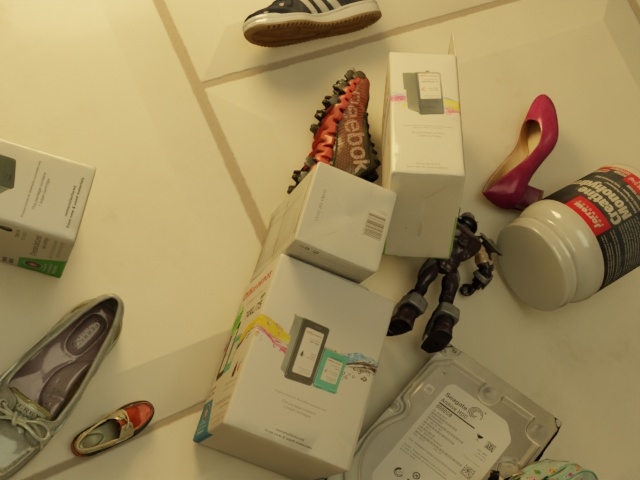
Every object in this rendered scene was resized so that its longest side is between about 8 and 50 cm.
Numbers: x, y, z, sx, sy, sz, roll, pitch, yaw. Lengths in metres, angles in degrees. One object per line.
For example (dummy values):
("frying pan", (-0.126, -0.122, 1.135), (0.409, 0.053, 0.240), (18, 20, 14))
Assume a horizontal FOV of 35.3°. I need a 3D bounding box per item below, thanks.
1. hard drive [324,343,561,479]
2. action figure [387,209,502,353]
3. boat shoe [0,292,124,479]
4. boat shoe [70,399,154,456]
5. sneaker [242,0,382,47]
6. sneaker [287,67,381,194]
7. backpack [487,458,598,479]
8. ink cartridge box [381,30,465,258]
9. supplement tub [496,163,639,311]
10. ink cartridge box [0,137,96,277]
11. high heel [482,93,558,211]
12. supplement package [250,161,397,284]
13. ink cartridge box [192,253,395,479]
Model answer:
("hard drive", (0.192, 0.345, 1.584), (0.237, 0.064, 0.339), (36, 60, 21))
("action figure", (0.207, 0.051, 1.724), (0.185, 0.099, 0.285), (30, 57, -2))
("boat shoe", (-0.393, 0.205, 1.430), (0.118, 0.103, 0.320), (41, 63, -4))
("boat shoe", (-0.302, 0.275, 1.477), (0.137, 0.043, 0.049), (-26, 81, -28))
("sneaker", (-0.033, -0.440, 1.787), (0.282, 0.099, 0.153), (-16, 84, -32))
("sneaker", (0.046, -0.164, 1.729), (0.135, 0.097, 0.276), (24, 68, -12))
("backpack", (0.334, 0.400, 1.495), (0.182, 0.115, 0.152), (-17, 106, -41))
("ink cartridge box", (0.164, -0.169, 1.677), (0.119, 0.207, 0.353), (3, 50, 1))
("supplement tub", (0.469, -0.006, 1.788), (0.272, 0.191, 0.191), (-26, 84, -27))
("ink cartridge box", (-0.485, -0.062, 1.425), (0.289, 0.211, 0.122), (17, 69, -14))
("high heel", (0.367, -0.172, 1.867), (0.117, 0.082, 0.244), (19, 79, -25))
("supplement package", (0.000, 0.000, 1.573), (0.133, 0.244, 0.139), (22, 67, -13))
("ink cartridge box", (-0.040, 0.198, 1.518), (0.197, 0.198, 0.270), (23, 65, -12))
